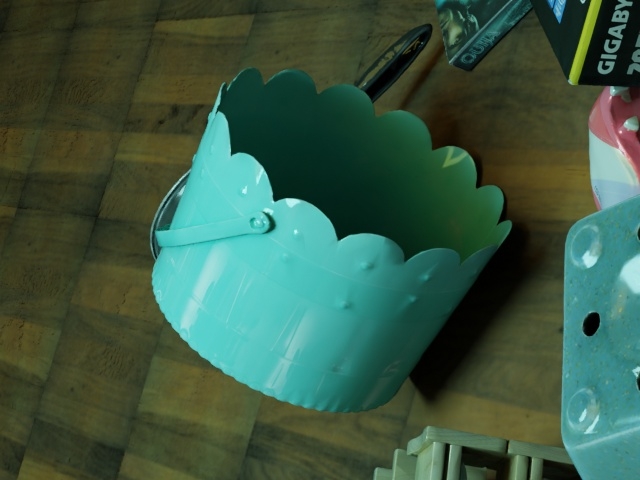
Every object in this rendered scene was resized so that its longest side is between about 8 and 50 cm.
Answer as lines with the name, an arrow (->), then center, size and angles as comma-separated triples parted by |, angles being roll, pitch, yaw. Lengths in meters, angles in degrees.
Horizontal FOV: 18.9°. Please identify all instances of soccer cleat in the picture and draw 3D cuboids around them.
soccer cleat -> 0.246, -0.009, 1.428 | 0.095, 0.083, 0.248 | 102, 163, -58

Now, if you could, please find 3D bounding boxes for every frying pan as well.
frying pan -> -0.009, -0.054, 1.813 | 0.326, 0.197, 0.053 | -30, 55, -4

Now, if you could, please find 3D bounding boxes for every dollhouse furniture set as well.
dollhouse furniture set -> 0.115, 0.230, 1.471 | 0.183, 0.129, 0.129 | 123, 156, -70

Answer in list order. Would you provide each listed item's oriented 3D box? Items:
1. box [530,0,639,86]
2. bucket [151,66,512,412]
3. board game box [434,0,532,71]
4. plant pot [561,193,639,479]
box -> 0.212, -0.305, 1.463 | 0.322, 0.079, 0.257 | -104, 19, -51
bucket -> 0.000, 0.000, 1.622 | 0.183, 0.281, 0.281 | -61, 31, 25
board game box -> 0.170, -0.255, 1.721 | 0.186, 0.026, 0.126 | -45, 38, 36
plant pot -> 0.282, 0.068, 1.141 | 0.248, 0.252, 0.247 | -26, 52, 49
